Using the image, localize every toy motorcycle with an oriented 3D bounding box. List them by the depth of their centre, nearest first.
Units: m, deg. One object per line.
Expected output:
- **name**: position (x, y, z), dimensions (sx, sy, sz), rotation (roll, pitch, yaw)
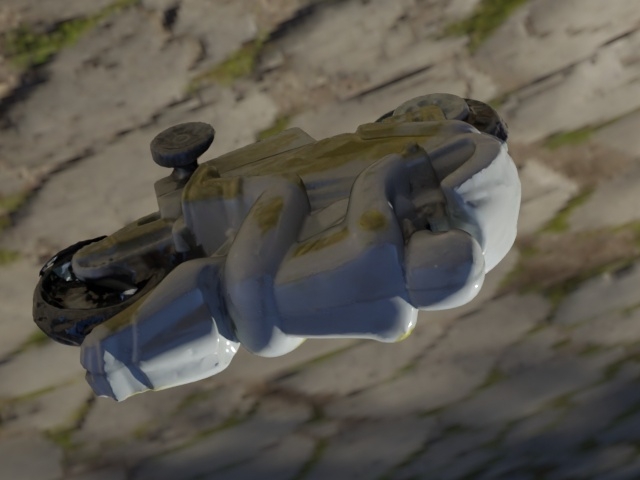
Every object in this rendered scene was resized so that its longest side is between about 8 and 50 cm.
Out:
- **toy motorcycle**: position (0.000, 0.000, 0.723), dimensions (0.228, 0.151, 0.074), rotation (-23, 121, -23)
